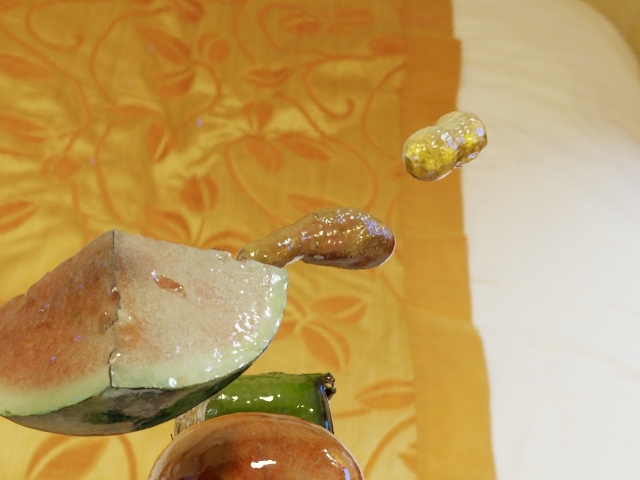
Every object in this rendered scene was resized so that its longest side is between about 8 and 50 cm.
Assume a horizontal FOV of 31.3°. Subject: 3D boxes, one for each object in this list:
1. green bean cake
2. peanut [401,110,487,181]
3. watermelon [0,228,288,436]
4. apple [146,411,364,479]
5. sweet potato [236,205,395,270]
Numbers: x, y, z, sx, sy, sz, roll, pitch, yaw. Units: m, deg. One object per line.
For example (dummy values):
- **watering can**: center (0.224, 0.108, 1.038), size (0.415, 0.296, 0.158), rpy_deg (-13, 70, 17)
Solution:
- **green bean cake**: center (-0.087, 0.360, 1.641), size (0.218, 0.335, 0.319), rpy_deg (-1, 77, -16)
- **peanut**: center (0.193, -0.148, 1.760), size (0.087, 0.087, 0.206), rpy_deg (36, 34, 18)
- **watermelon**: center (-0.185, 0.093, 1.016), size (0.176, 0.260, 0.256), rpy_deg (56, 20, 5)
- **apple**: center (-0.074, 0.303, 1.282), size (0.253, 0.254, 0.254), rpy_deg (11, 41, -10)
- **sweet potato**: center (0.000, 0.000, 1.835), size (0.385, 0.109, 0.109), rpy_deg (-2, 42, -51)
